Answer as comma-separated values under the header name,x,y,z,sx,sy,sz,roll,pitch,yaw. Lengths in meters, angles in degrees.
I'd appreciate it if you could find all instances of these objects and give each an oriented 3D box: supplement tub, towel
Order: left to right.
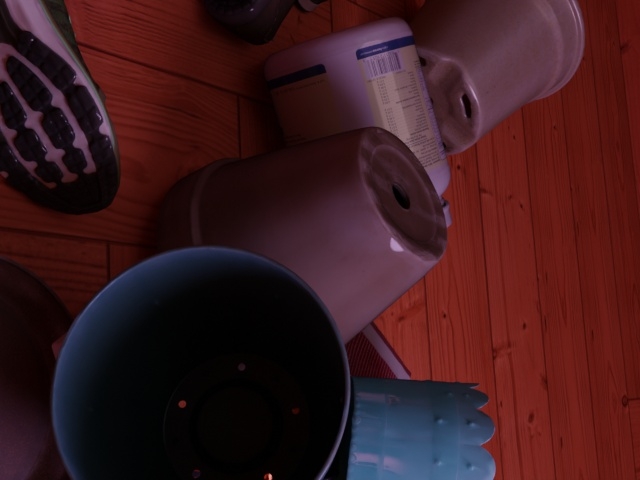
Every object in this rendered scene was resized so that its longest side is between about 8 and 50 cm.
name,x,y,z,sx,sy,sz,roll,pitch,yaw
towel,0.044,0.280,1.456,0.237,0.037,0.329,55,43,-36
supplement tub,0.064,-0.156,1.433,0.235,0.235,0.324,-28,105,-52

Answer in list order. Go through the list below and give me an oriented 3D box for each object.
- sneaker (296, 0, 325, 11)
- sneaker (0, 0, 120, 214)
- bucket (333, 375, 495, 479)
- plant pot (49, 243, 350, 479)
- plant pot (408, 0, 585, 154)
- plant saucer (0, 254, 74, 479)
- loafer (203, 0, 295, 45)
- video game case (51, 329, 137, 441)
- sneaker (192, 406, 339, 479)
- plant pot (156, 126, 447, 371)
name,x,y,z,sx,sy,sz,roll,pitch,yaw
sneaker,-0.013,-0.501,1.522,0.078,0.106,0.234,-25,101,-53
sneaker,-0.315,-0.229,1.047,0.182,0.158,0.410,-64,138,-61
bucket,0.112,0.315,1.260,0.281,0.183,0.281,-171,-90,-88
plant pot,-0.108,0.179,1.002,0.235,0.293,0.293,77,17,-70
plant pot,0.265,-0.328,1.711,0.305,0.334,0.333,-45,118,-34
plant saucer,-0.368,0.163,0.944,0.311,0.050,0.310,15,71,-51
loafer,-0.055,-0.451,1.424,0.366,0.134,0.130,-58,154,-16
video game case,-0.233,0.169,1.084,0.173,0.022,0.190,-50,131,-64
sneaker,-0.094,0.276,1.166,0.321,0.180,0.124,-29,105,-52
plant pot,0.000,0.000,1.213,0.323,0.280,0.323,36,40,-38
